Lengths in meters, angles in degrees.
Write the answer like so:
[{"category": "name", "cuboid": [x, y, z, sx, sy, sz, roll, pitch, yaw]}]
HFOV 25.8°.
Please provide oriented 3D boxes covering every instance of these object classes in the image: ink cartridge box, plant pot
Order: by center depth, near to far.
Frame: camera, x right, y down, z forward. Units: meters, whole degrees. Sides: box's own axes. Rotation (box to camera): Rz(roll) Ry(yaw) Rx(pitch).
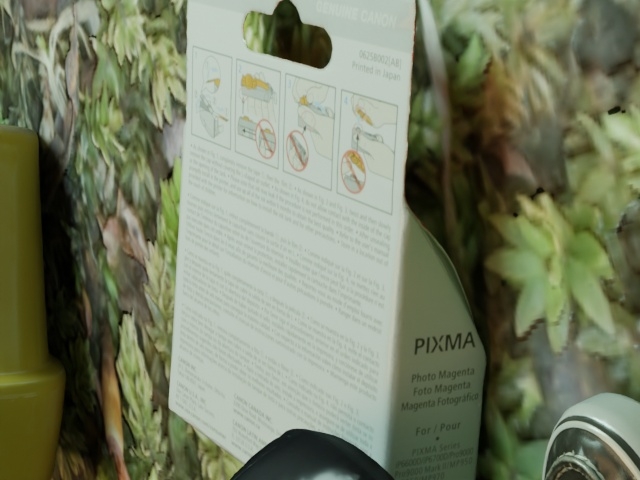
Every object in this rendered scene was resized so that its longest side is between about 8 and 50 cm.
[{"category": "ink cartridge box", "cuboid": [0.000, 0.000, 0.628, 0.189, 0.066, 0.232, 24, 111, 53]}, {"category": "plant pot", "cuboid": [-0.285, 0.031, 0.928, 0.254, 0.254, 0.239, 15, 95, 56]}]

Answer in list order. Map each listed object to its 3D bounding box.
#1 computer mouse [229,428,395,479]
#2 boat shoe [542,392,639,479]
[{"category": "computer mouse", "cuboid": [-0.012, 0.177, 0.596, 0.188, 0.072, 0.272, 51, 154, 22]}, {"category": "boat shoe", "cuboid": [0.097, 0.166, 0.497, 0.078, 0.070, 0.219, 10, 107, 57]}]
